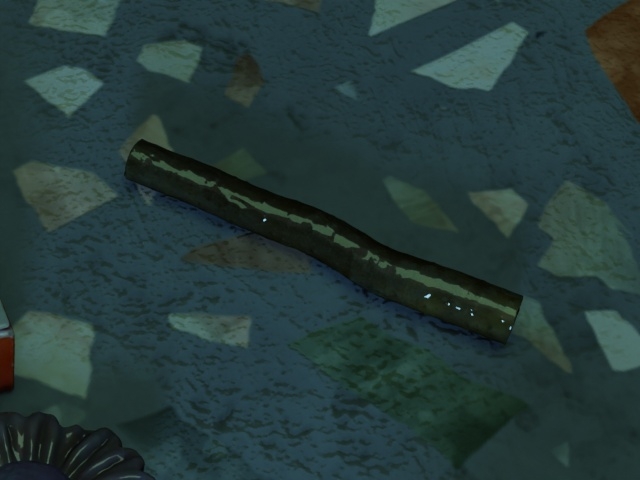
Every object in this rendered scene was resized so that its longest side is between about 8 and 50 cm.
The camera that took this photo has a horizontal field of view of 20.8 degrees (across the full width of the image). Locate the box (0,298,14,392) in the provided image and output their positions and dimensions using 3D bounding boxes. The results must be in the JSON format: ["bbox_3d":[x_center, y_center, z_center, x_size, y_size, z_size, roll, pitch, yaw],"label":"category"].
[{"bbox_3d":[-0.320,0.056,1.227,0.182,0.099,0.133,-14,58,-19],"label":"box"}]

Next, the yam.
[{"bbox_3d":[0.000,0.000,1.357,0.327,0.045,0.045,23,87,7],"label":"yam"}]

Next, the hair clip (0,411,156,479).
[{"bbox_3d":[-0.216,0.235,1.142,0.173,0.069,0.300,14,55,0],"label":"hair clip"}]
